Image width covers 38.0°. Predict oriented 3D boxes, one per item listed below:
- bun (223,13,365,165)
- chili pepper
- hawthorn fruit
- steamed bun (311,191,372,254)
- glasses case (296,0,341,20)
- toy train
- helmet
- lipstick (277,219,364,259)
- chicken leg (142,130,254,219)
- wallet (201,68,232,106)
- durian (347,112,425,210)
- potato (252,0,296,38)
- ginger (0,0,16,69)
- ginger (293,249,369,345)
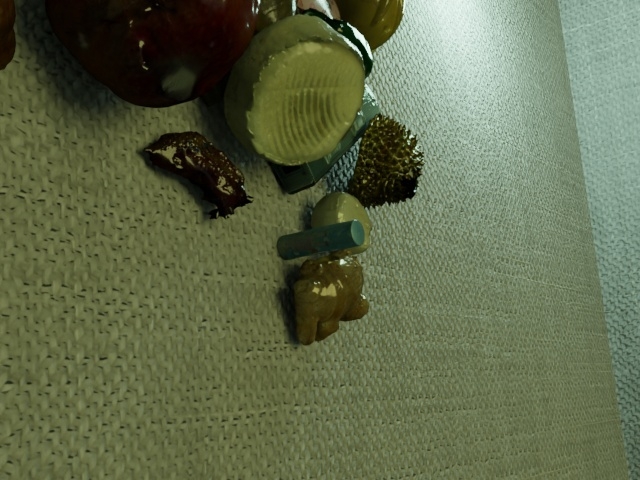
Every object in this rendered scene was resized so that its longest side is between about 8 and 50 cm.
[{"bbox_3d":[-0.055,-0.262,1.582,0.259,0.259,0.152,39,4,-45],"label":"bun"},{"bbox_3d":[0.018,-0.337,1.789,0.261,0.165,0.173,26,63,-69],"label":"chili pepper"},{"bbox_3d":[-0.233,-0.338,1.309,0.308,0.325,0.308,2,85,-17],"label":"hawthorn fruit"},{"bbox_3d":[0.033,-0.026,1.775,0.130,0.091,0.112,38,46,-42],"label":"steamed bun"},{"bbox_3d":[-0.043,-0.477,1.831,0.267,0.067,0.103,19,57,-55],"label":"glasses case"},{"bbox_3d":[0.030,-0.218,1.844,0.086,0.089,0.409,62,36,-15],"label":"toy train"},{"bbox_3d":[0.115,-0.531,2.016,0.205,0.140,0.257,11,75,-47],"label":"helmet"},{"bbox_3d":[0.000,0.000,1.651,0.048,0.158,0.048,26,59,-52],"label":"lipstick"},{"bbox_3d":[-0.188,-0.110,1.488,0.234,0.063,0.105,45,40,-38],"label":"chicken leg"},{"bbox_3d":[-0.210,-0.333,1.557,0.198,0.031,0.110,61,35,-26],"label":"wallet"},{"bbox_3d":[0.131,-0.137,1.880,0.237,0.138,0.193,-58,167,-28],"label":"durian"},{"bbox_3d":[-0.119,-0.461,1.652,0.149,0.113,0.251,-23,96,-30],"label":"potato"},{"bbox_3d":[-0.463,-0.352,1.068,0.274,0.152,0.357,-80,147,-64],"label":"ginger"},{"bbox_3d":[0.021,0.094,1.703,0.216,0.102,0.157,-29,111,-50],"label":"ginger"}]
